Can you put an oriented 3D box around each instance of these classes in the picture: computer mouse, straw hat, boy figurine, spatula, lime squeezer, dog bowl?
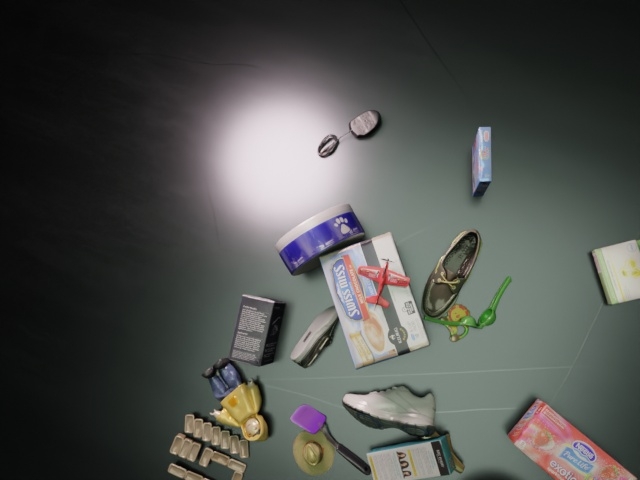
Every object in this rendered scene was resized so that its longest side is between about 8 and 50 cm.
[{"bbox_3d":[0.093,-0.350,1.996,0.242,0.041,0.071,-29,81,12],"label":"computer mouse"},{"bbox_3d":[-0.024,0.660,1.873,0.144,0.061,0.145,-1,83,10],"label":"straw hat"},{"bbox_3d":[-0.267,0.520,1.918,0.177,0.092,0.285,-34,76,1],"label":"boy figurine"},{"bbox_3d":[0.040,0.621,1.875,0.296,0.084,0.030,41,133,6],"label":"spatula"},{"bbox_3d":[0.464,0.220,1.823,0.310,0.059,0.110,-22,110,-13],"label":"lime squeezer"},{"bbox_3d":[0.000,0.000,1.847,0.264,0.265,0.104,-30,81,5],"label":"dog bowl"}]

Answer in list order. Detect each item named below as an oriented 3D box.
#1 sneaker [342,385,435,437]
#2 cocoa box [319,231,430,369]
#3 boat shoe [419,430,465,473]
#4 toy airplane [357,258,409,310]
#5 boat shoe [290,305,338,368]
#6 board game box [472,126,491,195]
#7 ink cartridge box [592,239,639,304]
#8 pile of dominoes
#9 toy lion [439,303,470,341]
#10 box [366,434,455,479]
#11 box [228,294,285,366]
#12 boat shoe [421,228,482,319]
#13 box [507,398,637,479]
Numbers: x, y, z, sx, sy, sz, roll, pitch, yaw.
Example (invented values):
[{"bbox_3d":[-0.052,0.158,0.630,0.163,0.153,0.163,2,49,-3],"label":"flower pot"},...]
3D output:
[{"bbox_3d":[0.211,0.506,1.842,0.297,0.111,0.129,7,53,20],"label":"sneaker"},{"bbox_3d":[0.164,0.182,1.813,0.227,0.231,0.347,-19,80,6],"label":"cocoa box"},{"bbox_3d":[0.366,0.609,1.815,0.190,0.068,0.072,43,80,12],"label":"boat shoe"},{"bbox_3d":[0.172,0.123,1.686,0.151,0.028,0.151,-1,81,10],"label":"toy airplane"},{"bbox_3d":[-0.004,0.305,1.914,0.070,0.078,0.219,41,87,-23],"label":"boat shoe"},{"bbox_3d":[0.483,-0.233,1.821,0.039,0.211,0.160,0,83,10],"label":"board game box"},{"bbox_3d":[0.948,0.081,1.786,0.235,0.056,0.171,-15,80,9],"label":"ink cartridge box"},{"bbox_3d":[-0.355,0.690,1.950,0.251,0.040,0.196,22,86,3],"label":"pile of dominoes"},{"bbox_3d":[0.423,0.250,1.867,0.096,0.034,0.100,-29,79,-3],"label":"toy lion"},{"bbox_3d":[0.265,0.651,1.787,0.244,0.060,0.101,-20,80,26],"label":"box"},{"bbox_3d":[-0.196,0.281,1.904,0.108,0.153,0.207,11,84,11],"label":"box"},{"bbox_3d":[0.398,0.099,1.847,0.109,0.091,0.305,29,84,14],"label":"boat shoe"},{"bbox_3d":[0.705,0.610,1.715,0.300,0.142,0.154,40,90,12],"label":"box"}]
